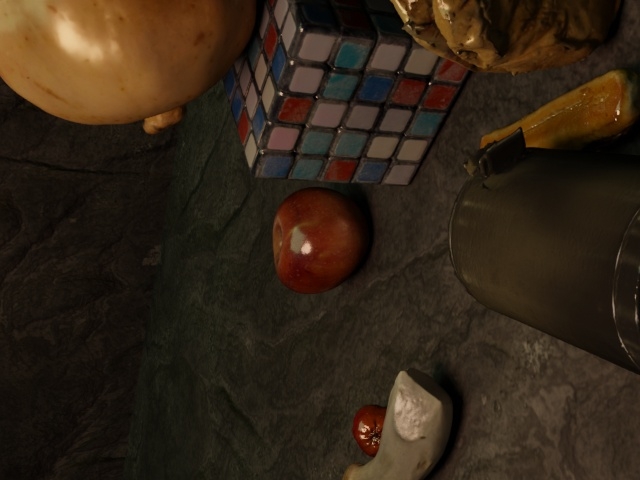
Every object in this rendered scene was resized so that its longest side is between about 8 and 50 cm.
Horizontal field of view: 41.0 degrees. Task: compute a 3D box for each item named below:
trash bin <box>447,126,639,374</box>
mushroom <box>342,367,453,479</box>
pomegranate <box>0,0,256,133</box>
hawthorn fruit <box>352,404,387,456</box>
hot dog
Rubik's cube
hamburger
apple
[{"bbox_3d":[0.286,0.015,0.847,0.252,0.203,0.301,63,164,-19],"label":"trash bin"},{"bbox_3d":[0.120,0.318,1.299,0.118,0.103,0.270,42,123,29],"label":"mushroom"},{"bbox_3d":[-0.288,-0.341,1.261,0.411,0.412,0.411,-178,90,-66],"label":"pomegranate"},{"bbox_3d":[0.095,0.312,1.415,0.093,0.093,0.093,-178,90,-66],"label":"hawthorn fruit"},{"bbox_3d":[0.285,-0.133,1.030,0.286,0.061,0.087,168,106,-67],"label":"hot dog"},{"bbox_3d":[0.027,-0.283,1.347,0.286,0.292,0.293,114,150,-42],"label":"Rubik's cube"},{"bbox_3d":[0.201,-0.318,0.962,0.145,0.283,0.259,14,97,57],"label":"hamburger"},{"bbox_3d":[0.000,0.000,1.558,0.201,0.162,0.201,180,90,-78],"label":"apple"}]
